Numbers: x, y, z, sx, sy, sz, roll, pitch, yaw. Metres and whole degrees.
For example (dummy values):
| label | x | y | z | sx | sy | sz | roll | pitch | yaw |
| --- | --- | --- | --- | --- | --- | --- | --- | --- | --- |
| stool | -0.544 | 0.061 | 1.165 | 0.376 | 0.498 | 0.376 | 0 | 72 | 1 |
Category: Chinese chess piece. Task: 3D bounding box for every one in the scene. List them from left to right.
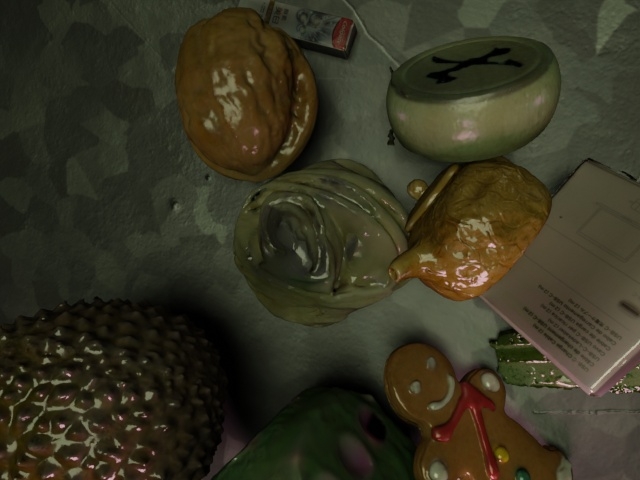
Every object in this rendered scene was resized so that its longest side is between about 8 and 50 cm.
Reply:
| label | x | y | z | sx | sy | sz | roll | pitch | yaw |
| --- | --- | --- | --- | --- | --- | --- | --- | --- | --- |
| Chinese chess piece | 0.203 | -0.203 | 0.587 | 0.237 | 0.238 | 0.092 | -6 | 132 | 15 |

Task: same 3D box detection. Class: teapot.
| label | x | y | z | sx | sy | sz | roll | pitch | yaw |
| --- | --- | --- | --- | --- | --- | --- | --- | --- | --- |
| teapot | 0.199 | -0.039 | 0.592 | 0.167 | 0.203 | 0.311 | 39 | 59 | 9 |

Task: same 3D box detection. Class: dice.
| label | x | y | z | sx | sy | sz | roll | pitch | yaw |
| --- | --- | --- | --- | --- | --- | --- | --- | --- | --- |
| dice | -0.015 | 0.435 | 0.613 | 0.318 | 0.322 | 0.330 | 44 | 114 | 13 |

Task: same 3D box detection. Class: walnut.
| label | x | y | z | sx | sy | sz | roll | pitch | yaw |
| --- | --- | --- | --- | --- | --- | --- | --- | --- | --- |
| walnut | -0.122 | -0.219 | 0.672 | 0.256 | 0.224 | 0.257 | 0 | 91 | 17 |

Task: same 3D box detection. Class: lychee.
| label | x | y | z | sx | sy | sz | roll | pitch | yaw |
| --- | --- | --- | --- | --- | --- | --- | --- | --- | --- |
| lychee | -0.352 | 0.283 | 0.682 | 0.432 | 0.380 | 0.380 | 32 | 104 | -29 |

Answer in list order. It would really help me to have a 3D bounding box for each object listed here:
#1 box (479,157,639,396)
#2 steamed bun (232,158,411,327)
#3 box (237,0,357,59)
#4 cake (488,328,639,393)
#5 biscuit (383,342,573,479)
| label | x | y | z | sx | sy | sz | roll | pitch | yaw |
| --- | --- | --- | --- | --- | --- | --- | --- | --- | --- |
| box | 0.374 | 0.048 | 0.571 | 0.252 | 0.106 | 0.203 | -52 | 48 | 11 |
| steamed bun | 0.000 | 0.000 | 0.663 | 0.280 | 0.207 | 0.268 | -27 | 86 | 13 |
| box | -0.046 | -0.376 | 0.737 | 0.218 | 0.039 | 0.055 | 19 | 97 | 13 |
| cake | 0.401 | 0.174 | 0.654 | 0.235 | 0.099 | 0.100 | -13 | 90 | 37 |
| biscuit | 0.232 | 0.295 | 0.632 | 0.216 | 0.047 | 0.340 | -36 | 82 | -31 |
